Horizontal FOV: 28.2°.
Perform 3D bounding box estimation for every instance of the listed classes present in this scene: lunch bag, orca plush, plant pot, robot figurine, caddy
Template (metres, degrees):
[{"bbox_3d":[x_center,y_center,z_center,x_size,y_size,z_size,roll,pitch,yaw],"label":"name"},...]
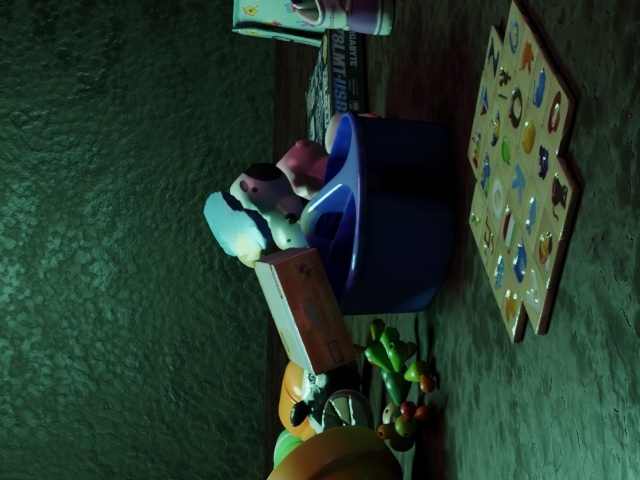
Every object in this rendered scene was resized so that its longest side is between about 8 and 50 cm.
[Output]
[{"bbox_3d":[-0.062,-0.478,2.517,0.262,0.223,0.160,104,173,-59],"label":"lunch bag"},{"bbox_3d":[0.031,0.322,2.207,0.102,0.151,0.287,31,122,45],"label":"orca plush"},{"bbox_3d":[0.048,0.388,1.725,0.188,0.205,0.205,47,141,45],"label":"plant pot"},{"bbox_3d":[-0.011,0.291,2.410,0.158,0.128,0.219,-45,-23,-37],"label":"robot figurine"},{"bbox_3d":[0.062,-0.029,1.724,0.341,0.179,0.241,108,162,-65],"label":"caddy"}]

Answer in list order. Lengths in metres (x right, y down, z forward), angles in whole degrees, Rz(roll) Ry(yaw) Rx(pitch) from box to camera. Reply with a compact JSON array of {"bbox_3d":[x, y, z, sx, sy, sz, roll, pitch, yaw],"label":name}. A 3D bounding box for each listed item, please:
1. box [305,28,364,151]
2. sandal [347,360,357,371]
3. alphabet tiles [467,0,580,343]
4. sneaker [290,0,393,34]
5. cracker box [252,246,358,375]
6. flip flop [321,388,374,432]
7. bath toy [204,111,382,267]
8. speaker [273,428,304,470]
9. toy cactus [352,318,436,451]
[{"bbox_3d":[0.028,-0.216,2.382,0.293,0.073,0.295,114,155,-67],"label":"box"},{"bbox_3d":[0.041,0.268,2.286,0.040,0.067,0.179,-148,52,-72],"label":"sandal"},{"bbox_3d":[0.203,-0.073,1.322,0.342,0.011,0.285,-100,14,-55],"label":"alphabet tiles"},{"bbox_3d":[0.025,-0.434,2.117,0.282,0.161,0.102,-99,11,-57],"label":"sneaker"},{"bbox_3d":[-0.025,0.091,1.734,0.232,0.067,0.155,-176,65,-81],"label":"cracker box"},{"bbox_3d":[0.048,0.368,2.106,0.080,0.112,0.277,-40,-46,-65],"label":"flip flop"},{"bbox_3d":[-0.008,-0.093,1.950,0.151,0.348,0.129,55,145,-4],"label":"bath toy"},{"bbox_3d":[-0.020,0.491,2.438,0.296,0.131,0.131,-99,13,-53],"label":"speaker"},{"bbox_3d":[0.101,0.219,1.762,0.219,0.112,0.180,-117,18,-56],"label":"toy cactus"}]
